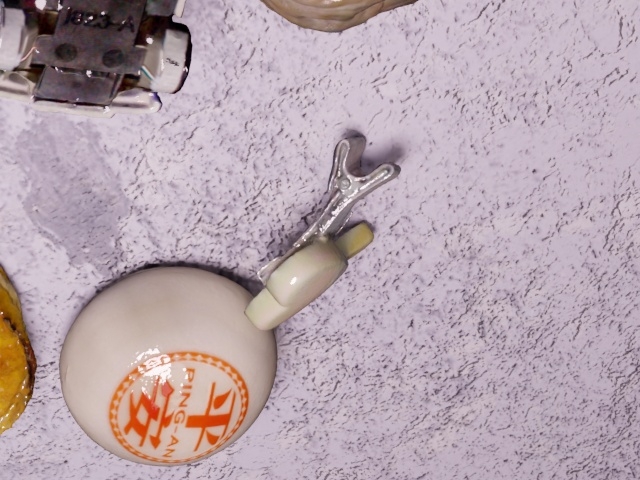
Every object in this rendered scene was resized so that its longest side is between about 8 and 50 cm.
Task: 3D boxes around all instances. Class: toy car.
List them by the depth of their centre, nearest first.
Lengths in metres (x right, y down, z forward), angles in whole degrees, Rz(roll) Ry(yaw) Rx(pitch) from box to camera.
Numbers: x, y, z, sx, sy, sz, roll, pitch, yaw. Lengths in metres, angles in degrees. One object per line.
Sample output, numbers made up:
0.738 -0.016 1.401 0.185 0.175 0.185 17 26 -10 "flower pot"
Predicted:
-0.196 -0.232 1.631 0.172 0.158 0.235 5 128 -24 "toy car"

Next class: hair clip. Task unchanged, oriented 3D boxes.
0.002 0.001 1.919 0.218 0.071 0.159 -54 163 12 "hair clip"

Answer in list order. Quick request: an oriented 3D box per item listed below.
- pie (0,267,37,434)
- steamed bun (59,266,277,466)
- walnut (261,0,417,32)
-0.436 0.106 1.913 0.315 0.092 0.315 -9 128 -12 "pie"
-0.154 0.145 1.976 0.232 0.145 0.232 -7 132 -8 "steamed bun"
0.038 -0.275 1.657 0.230 0.178 0.178 -19 132 -4 "walnut"
